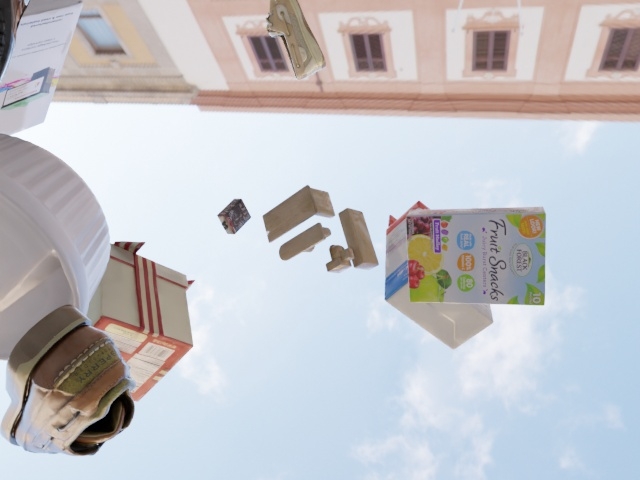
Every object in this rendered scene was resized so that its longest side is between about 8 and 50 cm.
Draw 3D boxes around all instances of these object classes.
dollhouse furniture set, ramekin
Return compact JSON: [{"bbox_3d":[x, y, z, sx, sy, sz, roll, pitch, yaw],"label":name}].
[{"bbox_3d":[0.000,0.000,1.070,0.123,0.151,0.144,-30,-115,34],"label":"dollhouse furniture set"},{"bbox_3d":[-0.376,0.001,0.666,0.273,0.273,0.127,-2,-149,13],"label":"ramekin"}]

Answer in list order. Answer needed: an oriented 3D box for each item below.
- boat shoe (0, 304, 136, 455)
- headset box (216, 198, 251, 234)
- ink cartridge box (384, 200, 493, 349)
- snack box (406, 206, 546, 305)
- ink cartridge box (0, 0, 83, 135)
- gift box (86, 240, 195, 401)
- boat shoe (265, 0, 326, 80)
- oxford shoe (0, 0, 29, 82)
[{"bbox_3d":[-0.263,0.186,0.611,0.104,0.307,0.111,38,-125,4],"label":"boat shoe"},{"bbox_3d":[-0.224,-0.060,1.471,0.032,0.062,0.083,4,-138,39],"label":"headset box"},{"bbox_3d":[0.170,0.033,0.852,0.078,0.134,0.231,-45,-162,29],"label":"ink cartridge box"},{"bbox_3d":[0.165,0.016,0.614,0.141,0.037,0.100,0,-75,18],"label":"snack box"},{"bbox_3d":[-0.466,-0.297,0.790,0.201,0.278,0.117,52,-133,-1],"label":"ink cartridge box"},{"bbox_3d":[-0.424,0.162,1.268,0.276,0.255,0.258,-41,-138,16],"label":"gift box"},{"bbox_3d":[-0.095,-0.570,1.492,0.098,0.302,0.109,-29,-164,0],"label":"boat shoe"},{"bbox_3d":[-0.339,-0.235,0.592,0.083,0.096,0.227,20,-80,-8],"label":"oxford shoe"}]
